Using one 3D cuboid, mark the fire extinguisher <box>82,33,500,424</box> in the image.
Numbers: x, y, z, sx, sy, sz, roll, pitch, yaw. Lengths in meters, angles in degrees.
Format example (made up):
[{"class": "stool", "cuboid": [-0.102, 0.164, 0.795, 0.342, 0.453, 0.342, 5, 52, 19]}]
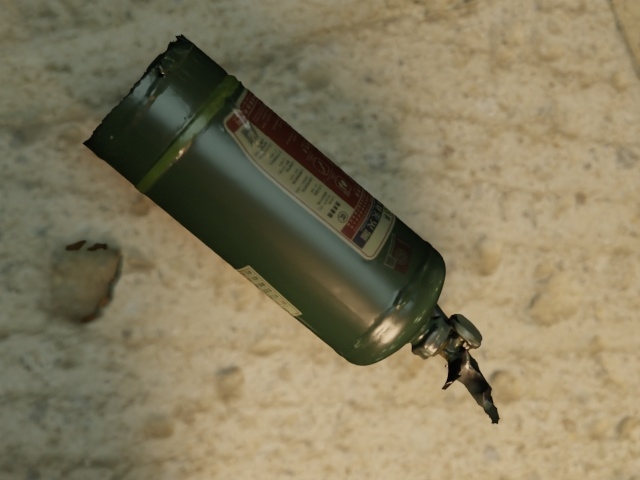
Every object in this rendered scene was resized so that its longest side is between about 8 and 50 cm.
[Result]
[{"class": "fire extinguisher", "cuboid": [0.000, 0.000, 0.969, 0.294, 0.118, 0.093, 40, 109, -9]}]
